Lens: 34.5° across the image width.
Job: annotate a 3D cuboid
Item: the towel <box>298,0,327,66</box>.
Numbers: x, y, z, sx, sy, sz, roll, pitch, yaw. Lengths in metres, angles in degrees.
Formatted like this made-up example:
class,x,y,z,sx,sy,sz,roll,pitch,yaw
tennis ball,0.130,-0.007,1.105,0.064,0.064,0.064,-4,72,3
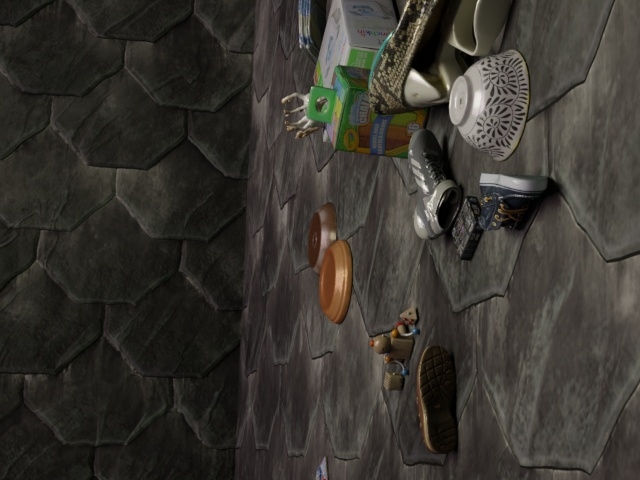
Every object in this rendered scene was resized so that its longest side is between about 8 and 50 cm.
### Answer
class,x,y,z,sx,sy,sz,roll,pitch,yaw
towel,-0.010,-0.562,2.444,0.209,0.034,0.284,32,-122,-74

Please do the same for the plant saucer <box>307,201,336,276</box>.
class,x,y,z,sx,sy,sz,roll,pitch,yaw
plant saucer,0.000,0.000,2.611,0.198,0.036,0.198,-176,90,-77

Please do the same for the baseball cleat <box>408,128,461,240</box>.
class,x,y,z,sx,sy,sz,roll,pitch,yaw
baseball cleat,0.202,-0.105,1.767,0.109,0.072,0.205,-27,63,58

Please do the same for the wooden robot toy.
class,x,y,z,sx,sy,sz,roll,pitch,yaw
wooden robot toy,0.127,0.197,1.923,0.076,0.079,0.173,-110,28,-60

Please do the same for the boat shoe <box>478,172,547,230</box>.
class,x,y,z,sx,sy,sz,roll,pitch,yaw
boat shoe,0.271,-0.052,1.452,0.183,0.065,0.083,-150,62,-82

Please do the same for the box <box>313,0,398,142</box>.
class,x,y,z,sx,sy,sz,roll,pitch,yaw
box,0.080,-0.374,2.209,0.262,0.127,0.231,107,163,-46

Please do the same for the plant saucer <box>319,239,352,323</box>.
class,x,y,z,sx,sy,sz,roll,pitch,yaw
plant saucer,0.033,0.097,2.439,0.200,0.037,0.199,-176,90,-77

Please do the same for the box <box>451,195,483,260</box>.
class,x,y,z,sx,sy,sz,roll,pitch,yaw
box,0.238,-0.020,1.658,0.067,0.018,0.083,-101,20,-48

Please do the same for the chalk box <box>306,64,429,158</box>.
class,x,y,z,sx,sy,sz,roll,pitch,yaw
chalk box,0.083,-0.247,1.959,0.132,0.213,0.132,-110,27,-60

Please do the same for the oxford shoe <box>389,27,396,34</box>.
class,x,y,z,sx,sy,sz,roll,pitch,yaw
oxford shoe,0.141,-0.328,2.046,0.076,0.076,0.212,-108,24,-54

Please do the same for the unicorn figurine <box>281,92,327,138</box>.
class,x,y,z,sx,sy,sz,roll,pitch,yaw
unicorn figurine,-0.022,-0.274,2.149,0.162,0.111,0.060,87,170,-71

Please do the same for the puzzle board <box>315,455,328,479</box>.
class,x,y,z,sx,sy,sz,roll,pitch,yaw
puzzle board,0.004,0.592,2.453,0.096,0.011,0.128,112,158,-52

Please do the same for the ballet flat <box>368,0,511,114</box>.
class,x,y,z,sx,sy,sz,roll,pitch,yaw
ballet flat,0.204,-0.341,1.668,0.182,0.164,0.482,54,144,29

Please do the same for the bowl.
class,x,y,z,sx,sy,sz,roll,pitch,yaw
bowl,0.245,-0.207,1.560,0.170,0.080,0.170,-176,90,-77

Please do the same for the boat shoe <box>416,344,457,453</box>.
class,x,y,z,sx,sy,sz,roll,pitch,yaw
boat shoe,0.184,0.262,1.694,0.060,0.064,0.177,138,133,-68
